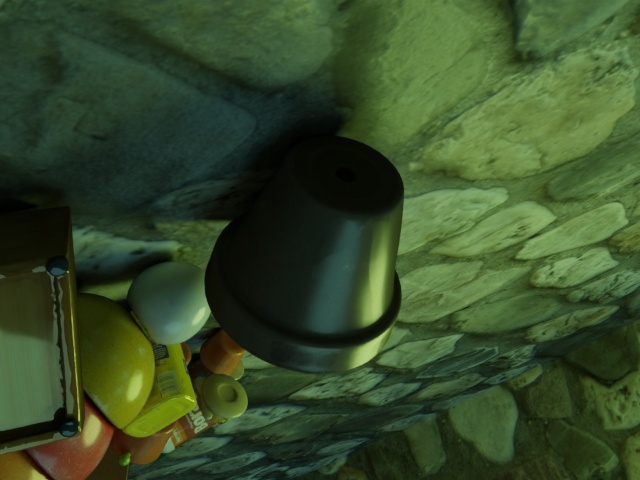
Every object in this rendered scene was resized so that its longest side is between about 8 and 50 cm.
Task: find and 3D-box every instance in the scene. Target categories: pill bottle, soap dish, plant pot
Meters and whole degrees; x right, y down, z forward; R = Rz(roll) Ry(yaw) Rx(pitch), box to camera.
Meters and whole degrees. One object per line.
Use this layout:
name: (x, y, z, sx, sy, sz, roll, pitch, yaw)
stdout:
pill bottle: (-0.268, 0.315, 1.943, 0.216, 0.121, 0.121, -31, 163, -17)
soap dish: (-0.384, 0.118, 1.204, 0.229, 0.118, 0.291, -10, 116, -24)
plant pot: (0.000, 0.000, 1.330, 0.263, 0.263, 0.229, -9, 140, -28)

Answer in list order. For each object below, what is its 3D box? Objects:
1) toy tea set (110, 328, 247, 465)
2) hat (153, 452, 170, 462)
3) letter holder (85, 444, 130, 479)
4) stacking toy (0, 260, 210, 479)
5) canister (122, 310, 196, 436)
toy tea set: (-0.249, 0.260, 1.789, 0.336, 0.200, 0.124, -7, 148, -44)
hat: (-0.347, 0.328, 2.108, 0.208, 0.183, 0.173, 37, 119, -14)
letter holder: (-0.461, 0.309, 1.760, 0.152, 0.214, 0.302, 13, -175, 30)
stacking toy: (-0.348, 0.195, 1.461, 0.480, 0.350, 0.350, -33, 161, -10)
canister: (-0.261, 0.195, 1.588, 0.126, 0.170, 0.073, -33, 144, 16)
